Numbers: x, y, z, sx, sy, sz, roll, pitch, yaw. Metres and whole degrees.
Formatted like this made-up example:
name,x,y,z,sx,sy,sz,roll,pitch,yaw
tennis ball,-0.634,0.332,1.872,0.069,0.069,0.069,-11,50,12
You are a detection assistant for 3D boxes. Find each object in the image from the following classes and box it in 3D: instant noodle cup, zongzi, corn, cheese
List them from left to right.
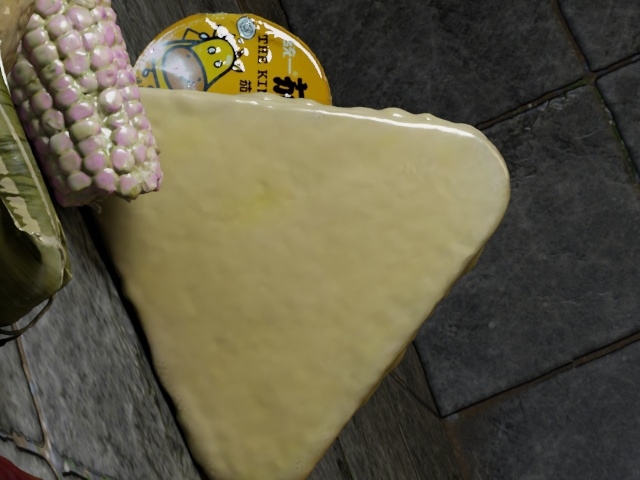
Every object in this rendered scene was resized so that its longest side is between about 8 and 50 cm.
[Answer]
name,x,y,z,sx,sy,sz,roll,pitch,yaw
zongzi,-0.236,-0.036,1.074,0.204,0.094,0.204,67,12,8
corn,-0.224,-0.185,1.470,0.126,0.127,0.335,-46,113,-81
instant noodle cup,-0.093,-0.119,1.864,0.172,0.216,0.215,77,-10,-86
cheese,0.000,0.001,1.563,0.104,0.384,0.384,-25,91,-87

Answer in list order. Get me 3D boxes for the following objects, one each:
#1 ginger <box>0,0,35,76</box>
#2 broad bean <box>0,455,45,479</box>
name,x,y,z,sx,sy,sz,roll,pitch,yaw
ginger,-0.250,-0.168,1.304,0.115,0.122,0.193,45,4,-2
broad bean,-0.189,0.145,0.904,0.114,0.084,0.165,51,4,39
